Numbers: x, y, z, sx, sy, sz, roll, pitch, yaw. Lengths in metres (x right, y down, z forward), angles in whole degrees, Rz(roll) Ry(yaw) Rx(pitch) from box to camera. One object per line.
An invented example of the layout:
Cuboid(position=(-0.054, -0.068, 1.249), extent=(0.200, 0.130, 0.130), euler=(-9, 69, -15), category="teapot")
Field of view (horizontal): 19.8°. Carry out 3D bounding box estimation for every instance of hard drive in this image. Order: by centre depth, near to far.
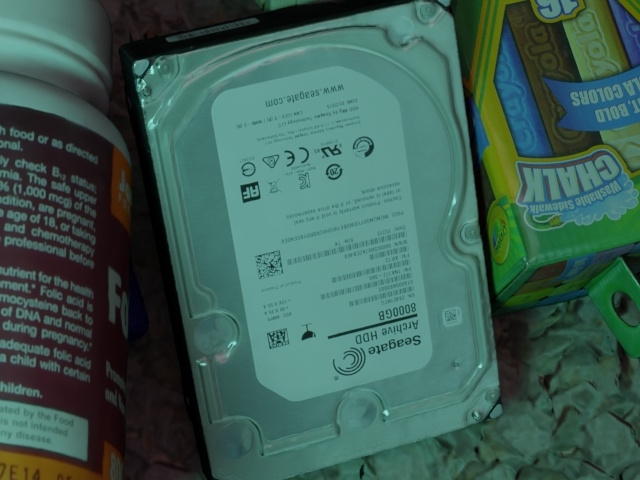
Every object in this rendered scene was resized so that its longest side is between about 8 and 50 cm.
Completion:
Cuboid(position=(0.000, 0.000, 1.335), extent=(0.236, 0.064, 0.339), euler=(-13, 112, -13), category="hard drive")

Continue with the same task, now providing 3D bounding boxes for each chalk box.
Cuboid(position=(0.190, -0.049, 1.413), extent=(0.179, 0.180, 0.289), euler=(-13, 76, -13), category="chalk box")

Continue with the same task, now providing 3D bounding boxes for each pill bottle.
Cuboid(position=(-0.237, 0.026, 1.213), extent=(0.224, 0.224, 0.392), euler=(3, 67, -9), category="pill bottle")

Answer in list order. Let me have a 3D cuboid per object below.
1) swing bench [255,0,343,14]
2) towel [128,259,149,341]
Cuboid(position=(0.042, -0.273, 1.415), extent=(0.253, 0.165, 0.255), euler=(-15, 53, -13), category="swing bench")
Cuboid(position=(-0.269, -0.044, 1.394), extent=(0.227, 0.076, 0.308), euler=(-13, 77, -6), category="towel")
